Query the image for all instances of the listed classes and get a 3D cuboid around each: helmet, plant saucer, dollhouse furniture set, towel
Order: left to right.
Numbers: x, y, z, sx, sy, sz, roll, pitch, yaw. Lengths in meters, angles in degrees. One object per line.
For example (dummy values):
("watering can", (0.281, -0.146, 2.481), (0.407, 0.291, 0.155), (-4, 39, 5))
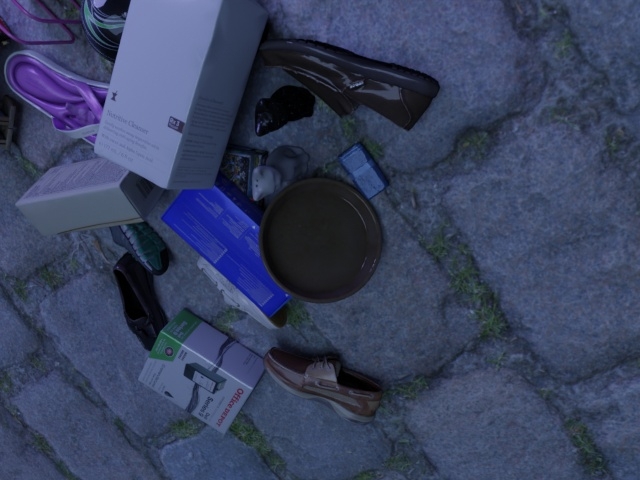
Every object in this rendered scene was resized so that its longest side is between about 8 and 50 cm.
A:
("dollhouse furniture set", (-0.888, -0.337, 1.270), (0.184, 0.129, 0.129), (42, 120, 30))
("helmet", (-0.418, -0.459, 1.046), (0.162, 0.169, 0.169), (17, 115, -1))
("plant saucer", (0.000, 0.000, 1.100), (0.278, 0.041, 0.277), (1, 85, -12))
("towel", (0.095, -0.153, 1.092), (0.067, 0.029, 0.119), (-32, 99, 25))

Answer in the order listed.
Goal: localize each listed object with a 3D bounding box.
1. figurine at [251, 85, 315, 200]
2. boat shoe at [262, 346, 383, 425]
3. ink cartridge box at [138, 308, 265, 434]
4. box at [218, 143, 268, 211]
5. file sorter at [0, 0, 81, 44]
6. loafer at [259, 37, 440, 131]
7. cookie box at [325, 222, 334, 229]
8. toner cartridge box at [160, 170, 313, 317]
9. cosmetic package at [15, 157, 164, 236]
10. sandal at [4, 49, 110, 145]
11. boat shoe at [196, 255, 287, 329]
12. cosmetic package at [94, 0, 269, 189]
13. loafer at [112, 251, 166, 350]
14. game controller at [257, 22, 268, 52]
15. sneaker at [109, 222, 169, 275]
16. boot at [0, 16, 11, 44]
("figurine", (-0.090, -0.200, 1.025), (0.092, 0.209, 0.215), (12, 114, 12))
("boat shoe", (0.011, 0.348, 1.276), (0.324, 0.123, 0.116), (26, 109, -2))
("ink cartridge box", (-0.320, 0.360, 1.364), (0.289, 0.121, 0.211), (31, 117, 2))
("box", (-0.216, -0.111, 1.188), (0.159, 0.044, 0.233), (12, 114, 9))
("file sorter", (-0.556, -0.569, 1.018), (0.182, 0.202, 0.291), (45, 116, -6))
("loafer", (0.043, -0.307, 0.986), (0.366, 0.134, 0.130), (20, 115, 8))
("cookie box", (-0.027, -0.024, 1.172), (0.107, 0.040, 0.092), (26, 117, 6))
("toner cartridge box", (-0.185, 0.003, 1.159), (0.348, 0.075, 0.165), (44, 115, -5))
("cosmetic package", (-0.549, -0.115, 1.206), (0.309, 0.160, 0.113), (-7, 131, 21))
("sandal", (-0.581, -0.310, 1.181), (0.416, 0.102, 0.169), (24, 118, 4))
("boat shoe", (-0.201, 0.127, 1.256), (0.277, 0.098, 0.096), (47, 117, 4))
("cosmetic package", (-0.277, -0.314, 0.981), (0.217, 0.156, 0.385), (25, 107, 20))
("loafer", (-0.506, 0.180, 1.360), (0.109, 0.095, 0.302), (1, 111, 16))
("game controller", (-0.247, -0.388, 1.076), (0.166, 0.067, 0.319), (41, 116, -2))
("sneaker", (-0.485, 0.006, 1.304), (0.098, 0.083, 0.223), (-35, 87, 35))
("boot", (-0.831, -0.392, 1.096), (0.284, 0.138, 0.377), (-40, 52, 3))
